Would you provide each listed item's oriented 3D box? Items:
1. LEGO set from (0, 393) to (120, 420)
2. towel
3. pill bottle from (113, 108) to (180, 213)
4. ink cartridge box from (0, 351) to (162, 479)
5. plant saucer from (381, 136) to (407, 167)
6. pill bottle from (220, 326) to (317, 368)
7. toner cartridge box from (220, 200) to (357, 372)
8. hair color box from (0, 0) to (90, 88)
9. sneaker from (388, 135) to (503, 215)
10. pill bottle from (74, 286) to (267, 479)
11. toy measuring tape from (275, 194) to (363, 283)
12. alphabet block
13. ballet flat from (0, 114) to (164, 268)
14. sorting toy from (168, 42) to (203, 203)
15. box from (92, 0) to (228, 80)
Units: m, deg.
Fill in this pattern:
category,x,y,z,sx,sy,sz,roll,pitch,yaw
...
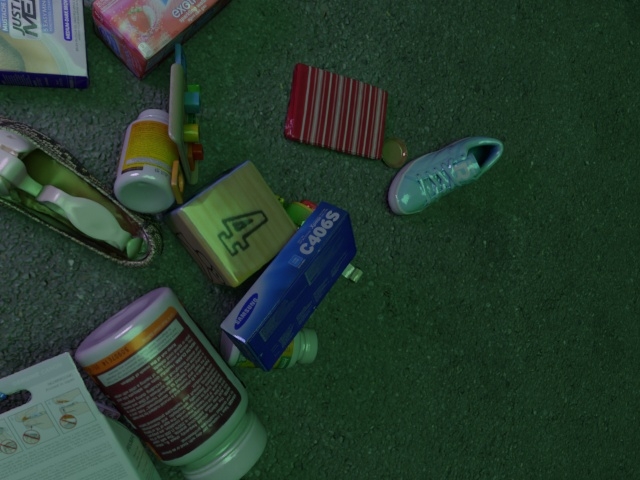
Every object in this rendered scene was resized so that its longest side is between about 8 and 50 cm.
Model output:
category,x,y,z,sx,sy,sz,roll,pitch,yaw
LEGO set,-0.570,0.386,1.055,0.244,0.060,0.182,37,75,-32
towel,0.047,-0.326,1.327,0.275,0.031,0.199,9,85,-26
pill bottle,-0.348,-0.169,1.061,0.117,0.117,0.215,14,50,-24
ink cartridge box,-0.521,0.420,0.987,0.308,0.091,0.385,-22,102,-2
plant saucer,0.198,-0.239,1.404,0.083,0.015,0.083,0,90,-25
pill bottle,-0.118,0.241,1.209,0.208,0.117,0.117,9,87,-25
toner cartridge box,-0.053,0.096,1.100,0.348,0.075,0.165,-52,151,-22
hair color box,-0.629,-0.399,0.978,0.339,0.110,0.185,-4,93,-23
sneaker,0.345,-0.191,1.398,0.366,0.150,0.135,-37,104,-20
pill bottle,-0.294,0.313,1.073,0.224,0.224,0.392,-38,105,-19
toy measuring tape,0.000,0.000,1.264,0.330,0.121,0.121,41,75,-19
alphabet block,-0.198,-0.033,1.127,0.193,0.192,0.197,-40,107,-21
ballet flat,-0.513,-0.096,0.989,0.483,0.182,0.164,35,85,-21
sorting toy,-0.269,-0.234,1.072,0.047,0.196,0.347,-3,70,-3
box,-0.319,-0.503,1.092,0.142,0.154,0.300,47,74,-18
